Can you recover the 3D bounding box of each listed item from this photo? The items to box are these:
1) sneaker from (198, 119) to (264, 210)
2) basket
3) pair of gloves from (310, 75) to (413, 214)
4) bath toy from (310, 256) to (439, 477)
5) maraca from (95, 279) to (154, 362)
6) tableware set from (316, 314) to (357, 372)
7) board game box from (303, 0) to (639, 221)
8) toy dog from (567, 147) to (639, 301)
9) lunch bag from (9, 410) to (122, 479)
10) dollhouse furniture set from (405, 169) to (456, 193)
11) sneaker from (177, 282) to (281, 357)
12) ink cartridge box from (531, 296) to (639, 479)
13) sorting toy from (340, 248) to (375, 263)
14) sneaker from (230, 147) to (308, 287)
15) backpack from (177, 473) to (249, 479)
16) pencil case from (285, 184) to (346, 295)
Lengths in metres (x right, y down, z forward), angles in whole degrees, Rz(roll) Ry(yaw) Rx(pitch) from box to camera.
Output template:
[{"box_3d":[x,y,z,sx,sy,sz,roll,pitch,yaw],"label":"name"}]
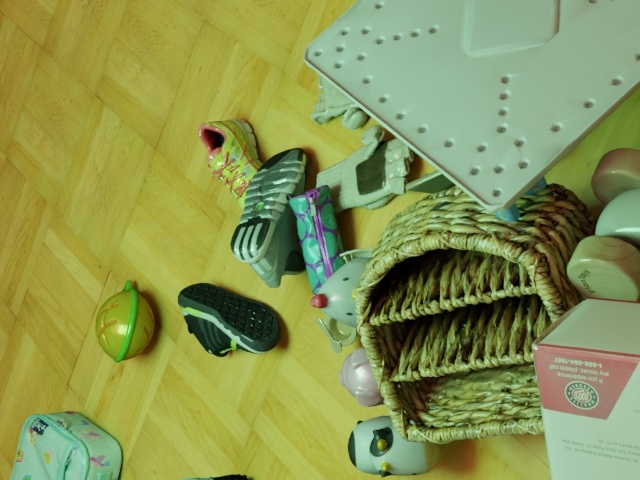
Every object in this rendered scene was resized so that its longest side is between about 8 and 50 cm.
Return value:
[{"box_3d":[-0.135,-0.108,1.882,0.081,0.094,0.208,-50,53,29],"label":"sneaker"},{"box_3d":[0.173,0.081,1.373,0.299,0.213,0.223,-14,41,46],"label":"basket"},{"box_3d":[0.057,-0.162,1.718,0.204,0.042,0.240,-10,76,47],"label":"pair of gloves"},{"box_3d":[0.070,0.193,1.550,0.151,0.129,0.348,-16,83,46],"label":"bath toy"},{"box_3d":[-0.340,0.139,2.079,0.185,0.099,0.127,-124,54,-68],"label":"maraca"},{"box_3d":[0.072,0.135,1.647,0.169,0.020,0.141,-36,80,38],"label":"tableware set"},{"box_3d":[0.228,-0.247,1.393,0.390,0.050,0.390,-42,48,-4],"label":"board game box"},{"box_3d":[0.411,0.013,1.211,0.220,0.161,0.334,-51,37,-9],"label":"toy dog"},{"box_3d":[-0.467,0.454,2.162,0.224,0.108,0.279,23,102,47],"label":"lunch bag"},{"box_3d":[0.185,-0.145,1.495,0.123,0.144,0.151,-25,68,42],"label":"dollhouse furniture set"},{"box_3d":[-0.139,0.141,1.886,0.235,0.084,0.097,26,128,47],"label":"sneaker"},{"box_3d":[0.321,0.208,1.081,0.207,0.117,0.283,4,114,39],"label":"ink cartridge box"},{"box_3d":[0.080,0.044,1.666,0.075,0.045,0.083,-21,90,29],"label":"sorting toy"},{"box_3d":[-0.055,-0.023,1.792,0.086,0.132,0.228,-7,43,34],"label":"sneaker"},{"box_3d":[-0.172,0.433,1.791,0.117,0.173,0.158,25,103,47],"label":"backpack"},{"box_3d":[0.000,0.000,1.719,0.065,0.070,0.151,-15,88,1],"label":"pencil case"}]
